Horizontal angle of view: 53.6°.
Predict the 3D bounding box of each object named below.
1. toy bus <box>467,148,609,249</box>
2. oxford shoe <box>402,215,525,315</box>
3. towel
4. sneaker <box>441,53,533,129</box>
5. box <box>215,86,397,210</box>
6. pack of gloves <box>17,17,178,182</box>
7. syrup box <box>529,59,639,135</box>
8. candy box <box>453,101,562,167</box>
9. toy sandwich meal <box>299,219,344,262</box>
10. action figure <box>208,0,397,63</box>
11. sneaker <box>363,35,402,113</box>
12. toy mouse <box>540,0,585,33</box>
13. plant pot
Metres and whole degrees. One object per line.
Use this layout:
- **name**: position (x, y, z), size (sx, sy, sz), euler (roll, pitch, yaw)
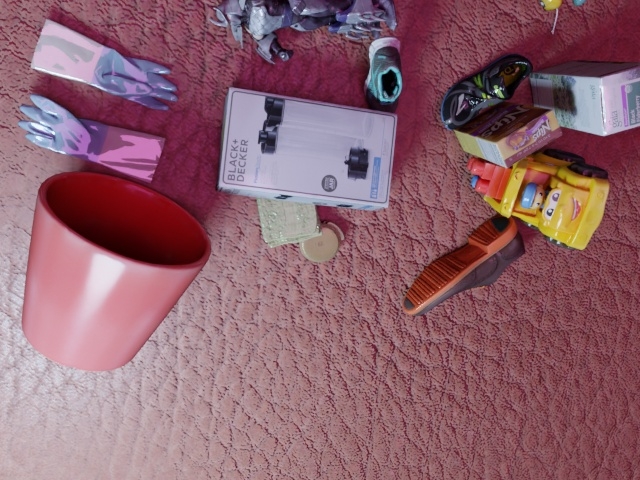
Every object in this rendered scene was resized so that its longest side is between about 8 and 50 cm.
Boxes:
- **toy bus**: position (0.371, -0.092, 1.131), size (0.212, 0.220, 0.149), euler (13, 109, -8)
- **oxford shoe**: position (0.283, 0.071, 1.227), size (0.271, 0.097, 0.098), euler (-37, 116, 2)
- **towel**: position (-0.061, -0.067, 1.143), size (0.110, 0.027, 0.148), euler (-12, 97, -5)
- **sneaker**: position (0.294, -0.269, 1.130), size (0.188, 0.078, 0.067), euler (-36, 110, 3)
- **box**: position (-0.025, -0.149, 1.081), size (0.290, 0.087, 0.169), euler (8, 88, -12)
- **pack of gloves**: position (-0.364, -0.225, 1.051), size (0.232, 0.046, 0.195), euler (19, 91, -18)
- **syrup box**: position (0.457, -0.248, 1.082), size (0.096, 0.237, 0.093), euler (-16, 108, -5)
- **candy box**: position (0.320, -0.189, 1.102), size (0.109, 0.186, 0.053), euler (-31, 110, 0)
- **toy sandwich meal**: position (0.000, 0.000, 1.186), size (0.086, 0.029, 0.085), euler (-2, 108, -7)
- **action figure**: position (-0.033, -0.357, 1.000), size (0.285, 0.185, 0.099), euler (-7, 83, -13)
- **sneaker**: position (0.108, -0.257, 1.070), size (0.065, 0.076, 0.166), euler (-8, 147, 2)
- **toy mouse**: position (0.448, -0.474, 1.119), size (0.143, 0.031, 0.161), euler (-31, 110, 0)
- **plant pot**: position (-0.349, 0.060, 1.029), size (0.275, 0.275, 0.243), euler (23, 111, -16)
